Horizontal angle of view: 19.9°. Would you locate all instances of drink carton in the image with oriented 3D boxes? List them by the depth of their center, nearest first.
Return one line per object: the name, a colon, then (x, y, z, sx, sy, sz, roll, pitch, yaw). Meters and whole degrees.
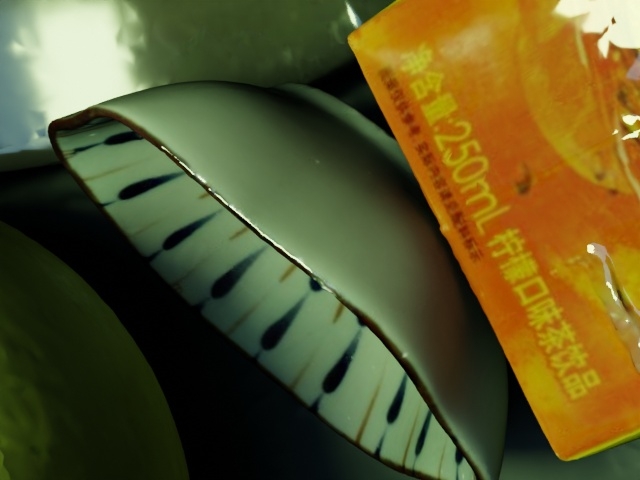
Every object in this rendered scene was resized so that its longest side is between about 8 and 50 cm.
drink carton: (0.196, -0.075, 0.493, 0.351, 0.111, 0.154, -28, 87, 30)

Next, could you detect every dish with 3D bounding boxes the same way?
dish: (0.000, 0.000, 0.603, 0.190, 0.191, 0.066, 39, 76, 14)

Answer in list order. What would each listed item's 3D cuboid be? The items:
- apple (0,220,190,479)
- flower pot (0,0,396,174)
apple: (-0.181, 0.120, 0.613, 0.292, 0.254, 0.292, 0, 93, -7)
flower pot: (-0.151, -0.184, 0.543, 0.379, 0.379, 0.251, -16, 74, 25)
